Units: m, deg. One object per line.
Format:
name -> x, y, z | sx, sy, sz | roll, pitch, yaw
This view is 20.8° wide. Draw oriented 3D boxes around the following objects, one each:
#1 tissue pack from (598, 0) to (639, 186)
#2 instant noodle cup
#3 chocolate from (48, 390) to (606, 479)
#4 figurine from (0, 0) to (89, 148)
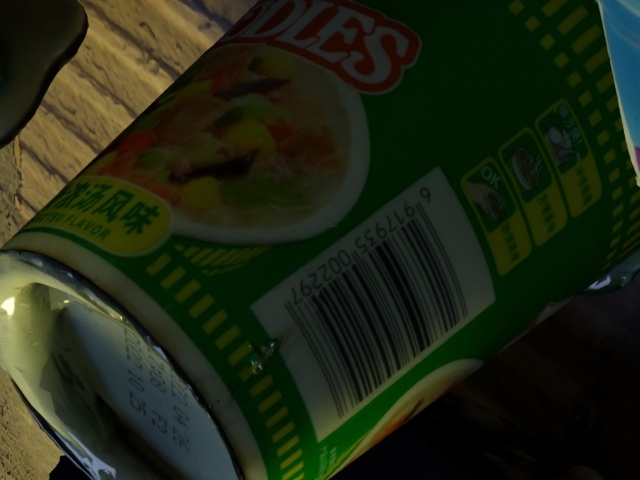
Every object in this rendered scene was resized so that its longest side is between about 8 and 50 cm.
tissue pack -> 0.203, -0.091, 0.415 | 0.263, 0.146, 0.198 | 17, 135, 43
instant noodle cup -> 0.000, 0.000, 0.695 | 0.207, 0.233, 0.207 | 33, 146, 26
chocolate -> 0.051, 0.181, 0.842 | 0.340, 0.210, 0.225 | 28, 101, 33
figurine -> -0.250, -0.206, 0.797 | 0.323, 0.231, 0.340 | 48, 162, 48
